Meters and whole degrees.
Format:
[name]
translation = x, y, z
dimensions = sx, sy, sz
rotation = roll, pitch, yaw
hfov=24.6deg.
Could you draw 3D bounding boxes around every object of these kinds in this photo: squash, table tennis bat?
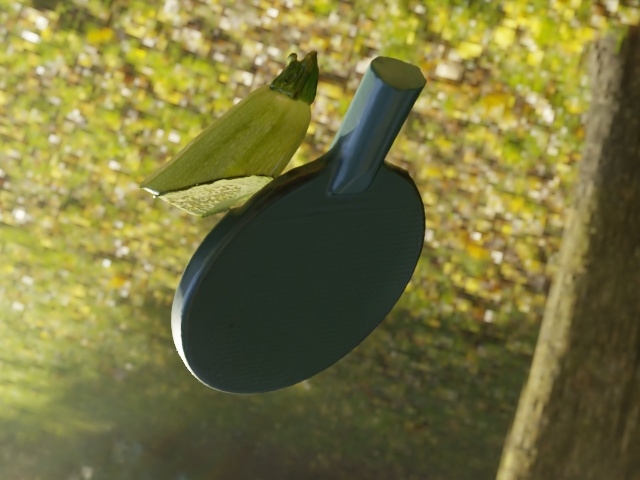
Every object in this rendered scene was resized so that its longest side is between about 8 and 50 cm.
[squash]
translation = -0.061, -0.082, 1.257
dimensions = 0.200, 0.075, 0.090
rotation = -41, 133, 23
[table tennis bat]
translation = 0.000, 0.000, 1.122
dimensions = 0.215, 0.044, 0.329
rotation = -5, 135, -33
